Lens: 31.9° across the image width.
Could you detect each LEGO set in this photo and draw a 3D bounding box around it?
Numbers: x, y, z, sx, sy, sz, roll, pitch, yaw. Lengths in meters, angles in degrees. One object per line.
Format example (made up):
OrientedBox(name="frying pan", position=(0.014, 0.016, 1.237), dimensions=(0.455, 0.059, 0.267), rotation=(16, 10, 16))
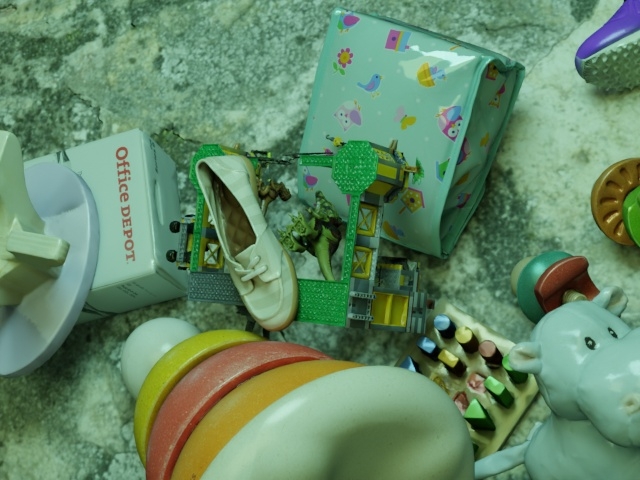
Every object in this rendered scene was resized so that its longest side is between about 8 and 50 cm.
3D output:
OrientedBox(name="LEGO set", position=(0.000, 0.000, 1.334), dimensions=(0.331, 0.192, 0.255), rotation=(-7, 79, 36))

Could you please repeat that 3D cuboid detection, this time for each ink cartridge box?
OrientedBox(name="ink cartridge box", position=(-0.333, -0.001, 1.493), dimensions=(0.289, 0.121, 0.211), rotation=(-14, 68, 13))

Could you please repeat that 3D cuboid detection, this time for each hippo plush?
OrientedBox(name="hippo plush", position=(0.306, 0.161, 1.125), dimensions=(0.234, 0.237, 0.294), rotation=(-23, 28, -27))

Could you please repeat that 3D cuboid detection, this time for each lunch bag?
OrientedBox(name="lunch bag", position=(0.099, -0.127, 1.374), dimensions=(0.223, 0.160, 0.262), rotation=(22, 106, 24))

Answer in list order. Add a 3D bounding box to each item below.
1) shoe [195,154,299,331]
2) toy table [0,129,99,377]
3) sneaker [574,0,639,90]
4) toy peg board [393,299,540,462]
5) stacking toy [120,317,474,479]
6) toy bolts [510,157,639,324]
OrientedBox(name="shoe", position=(-0.087, 0.001, 1.240), dimensions=(0.076, 0.058, 0.219), rotation=(-34, 64, 29))
OrientedBox(name="toy table", position=(-0.383, 0.017, 1.348), dimensions=(0.252, 0.161, 0.274), rotation=(-2, 73, 17))
OrientedBox(name="sneaker", position=(0.425, -0.302, 1.376), dimensions=(0.293, 0.102, 0.146), rotation=(-29, 60, 1))
OrientedBox(name="toy peg board", position=(0.154, 0.164, 1.294), dimensions=(0.160, 0.079, 0.161), rotation=(33, 82, 26))
OrientedBox(name="stacking toy", position=(-0.092, 0.206, 1.255), dimensions=(0.350, 0.350, 0.480), rotation=(-49, 41, -4))
OrientedBox(name="toy bolts", position=(0.333, 0.038, 1.281), dimensions=(0.228, 0.158, 0.218), rotation=(-31, 104, -6))
